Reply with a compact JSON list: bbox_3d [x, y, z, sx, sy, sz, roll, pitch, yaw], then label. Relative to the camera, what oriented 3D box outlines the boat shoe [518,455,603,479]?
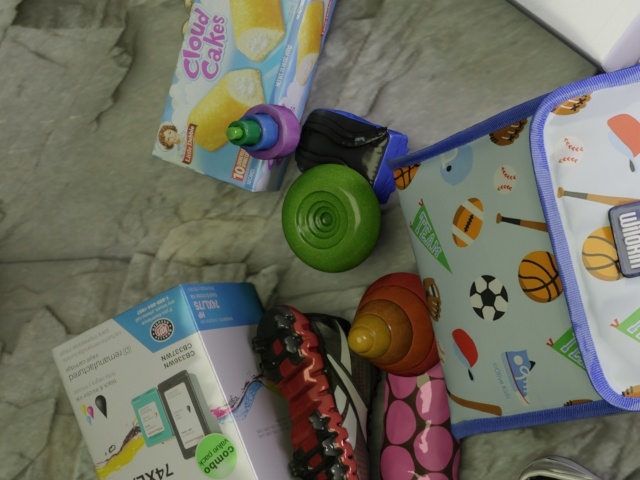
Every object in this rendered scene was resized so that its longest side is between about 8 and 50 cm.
[{"bbox_3d":[0.339,0.316,1.349,0.267,0.088,0.096,30,98,19],"label":"boat shoe"}]

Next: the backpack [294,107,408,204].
[{"bbox_3d":[0.035,-0.100,1.476,0.120,0.101,0.098,22,94,24],"label":"backpack"}]

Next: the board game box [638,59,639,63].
[{"bbox_3d":[0.523,-0.111,1.303,0.347,0.056,0.208,-5,90,17],"label":"board game box"}]

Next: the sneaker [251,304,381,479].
[{"bbox_3d":[0.021,0.201,1.446,0.097,0.135,0.276,-42,58,45],"label":"sneaker"}]

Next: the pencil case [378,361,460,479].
[{"bbox_3d":[0.112,0.219,1.445,0.098,0.095,0.209,2,86,46],"label":"pencil case"}]

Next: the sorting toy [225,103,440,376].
[{"bbox_3d":[0.000,0.000,1.378,0.127,0.126,0.365,-39,77,26],"label":"sorting toy"}]

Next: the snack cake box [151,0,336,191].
[{"bbox_3d":[-0.095,-0.206,1.528,0.152,0.089,0.264,20,100,18],"label":"snack cake box"}]

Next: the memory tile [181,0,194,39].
[{"bbox_3d":[-0.109,-0.304,1.588,0.148,0.012,0.113,4,90,21],"label":"memory tile"}]

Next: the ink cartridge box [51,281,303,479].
[{"bbox_3d":[-0.152,0.211,1.486,0.198,0.197,0.270,-27,79,19],"label":"ink cartridge box"}]

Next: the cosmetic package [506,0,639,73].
[{"bbox_3d":[0.304,-0.334,1.361,0.225,0.138,0.224,40,102,17],"label":"cosmetic package"}]

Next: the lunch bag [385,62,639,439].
[{"bbox_3d":[0.283,0.011,1.243,0.385,0.239,0.328,-17,84,46],"label":"lunch bag"}]
